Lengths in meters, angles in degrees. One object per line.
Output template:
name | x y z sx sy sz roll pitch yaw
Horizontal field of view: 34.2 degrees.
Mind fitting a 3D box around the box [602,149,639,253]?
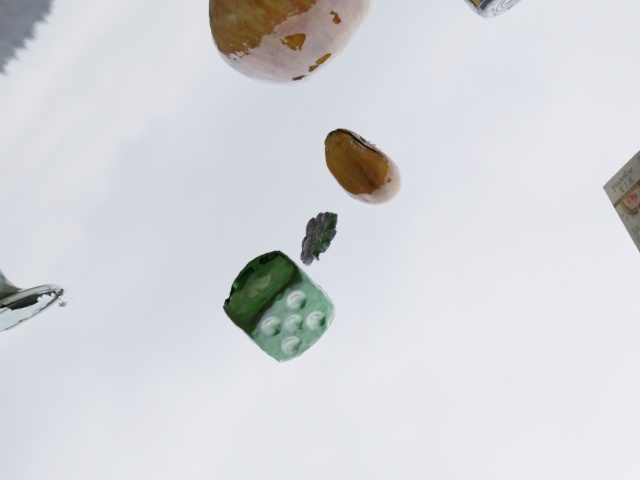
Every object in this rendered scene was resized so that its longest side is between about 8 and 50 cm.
box | 0.523 -0.084 1.515 0.199 0.081 0.135 -50 -129 43

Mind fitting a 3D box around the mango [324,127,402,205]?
mango | 0.072 -0.129 1.819 0.084 0.159 0.105 -38 177 -46

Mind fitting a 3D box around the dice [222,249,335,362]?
dice | -0.062 0.100 1.573 0.131 0.120 0.128 -46 -147 -2

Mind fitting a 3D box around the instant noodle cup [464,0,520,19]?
instant noodle cup | 0.380 -0.608 2.285 0.302 0.182 0.258 -36 171 7

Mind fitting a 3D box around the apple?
apple | -0.041 -0.390 1.735 0.277 0.250 0.309 -63 169 0

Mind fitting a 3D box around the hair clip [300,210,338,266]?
hair clip | 0.002 0.000 2.150 0.195 0.052 0.124 173 -63 -76

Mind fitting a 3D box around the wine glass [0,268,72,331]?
wine glass | -0.463 -0.044 1.273 0.190 0.357 0.190 -30 172 -4
